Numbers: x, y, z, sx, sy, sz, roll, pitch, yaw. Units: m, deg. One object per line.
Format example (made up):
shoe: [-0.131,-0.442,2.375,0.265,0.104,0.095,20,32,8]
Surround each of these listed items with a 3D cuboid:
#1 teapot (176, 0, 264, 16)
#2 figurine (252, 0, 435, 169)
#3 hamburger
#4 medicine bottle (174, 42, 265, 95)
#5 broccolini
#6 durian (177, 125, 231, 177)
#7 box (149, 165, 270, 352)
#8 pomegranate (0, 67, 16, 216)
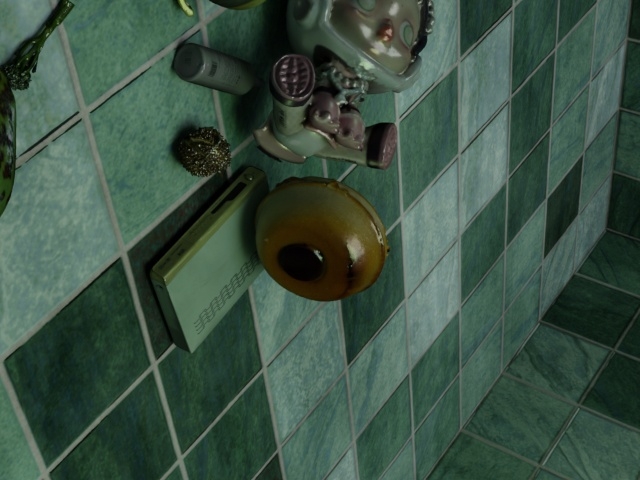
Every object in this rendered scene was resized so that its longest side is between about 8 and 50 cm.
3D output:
teapot: [-0.133,-0.379,1.541,0.165,0.130,0.119,-34,131,2]
figurine: [0.030,-0.302,1.742,0.253,0.211,0.361,39,66,-46]
hamburger: [0.002,-0.003,1.809,0.147,0.236,0.237,-59,154,-47]
medicine bottle: [-0.139,-0.249,1.668,0.199,0.057,0.058,3,106,-61]
broccolini: [-0.337,-0.238,1.354,0.140,0.035,0.030,-58,154,-21]
durian: [-0.172,-0.127,1.671,0.080,0.080,0.091,-49,126,-32]
box: [-0.165,0.032,1.828,0.270,0.045,0.211,-51,148,-30]
pomegranate: [-0.414,-0.106,1.090,0.254,0.254,0.270,-46,165,-35]
